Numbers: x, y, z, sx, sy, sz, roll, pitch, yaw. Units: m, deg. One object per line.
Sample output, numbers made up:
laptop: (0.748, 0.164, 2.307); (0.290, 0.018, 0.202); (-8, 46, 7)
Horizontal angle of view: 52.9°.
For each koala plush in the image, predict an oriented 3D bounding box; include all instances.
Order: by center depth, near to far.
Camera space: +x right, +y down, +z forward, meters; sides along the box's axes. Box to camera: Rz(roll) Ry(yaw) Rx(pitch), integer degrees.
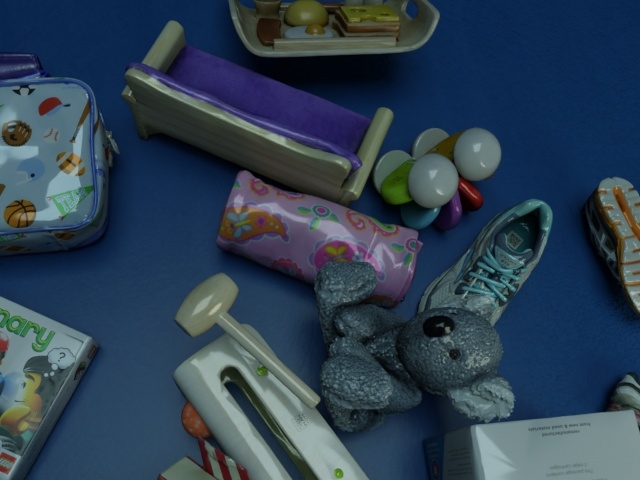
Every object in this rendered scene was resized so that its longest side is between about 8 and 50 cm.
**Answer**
koala plush: (0.117, 0.138, 0.789); (0.221, 0.203, 0.196); (-9, 49, 5)

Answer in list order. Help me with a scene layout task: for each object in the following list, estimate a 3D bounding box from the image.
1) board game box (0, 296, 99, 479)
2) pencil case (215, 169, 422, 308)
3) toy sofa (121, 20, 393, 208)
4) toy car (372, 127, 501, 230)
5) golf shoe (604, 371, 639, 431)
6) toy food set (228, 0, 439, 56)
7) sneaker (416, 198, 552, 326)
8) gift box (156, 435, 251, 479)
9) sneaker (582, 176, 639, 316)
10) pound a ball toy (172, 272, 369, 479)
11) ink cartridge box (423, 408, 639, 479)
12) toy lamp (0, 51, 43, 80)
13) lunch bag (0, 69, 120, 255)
board game box: (-0.467, 0.153, 0.810); (0.305, 0.053, 0.193); (23, 67, 3)
pencil case: (0.000, 0.000, 0.896); (0.284, 0.124, 0.124); (18, 67, 1)
toy sofa: (-0.088, -0.183, 0.926); (0.362, 0.177, 0.150); (23, 68, 4)
toy car: (0.177, -0.084, 0.950); (0.182, 0.159, 0.136); (-31, 111, -18)
golf shoe: (0.488, 0.252, 0.876); (0.186, 0.067, 0.086); (31, 66, 6)
toy food set: (0.008, -0.369, 1.000); (0.306, 0.092, 0.220); (-5, 36, -9)
sneaker: (0.231, 0.047, 0.899); (0.110, 0.122, 0.283); (34, 68, 7)
gift box: (-0.141, 0.370, 0.609); (0.276, 0.255, 0.258); (33, 23, 19)
sneaker: (0.458, 0.015, 0.964); (0.084, 0.083, 0.215); (-8, 74, -10)
pound a ball toy: (-0.074, 0.219, 0.747); (0.135, 0.208, 0.319); (-35, 77, -19)
ink cartridge box: (0.256, 0.351, 0.738); (0.197, 0.198, 0.270); (-3, 69, -9)
toy lamp: (-0.547, -0.219, 0.939); (0.274, 0.080, 0.080); (-19, 71, -13)
lunch bag: (-0.432, -0.105, 0.872); (0.303, 0.115, 0.243); (-5, 78, -9)
